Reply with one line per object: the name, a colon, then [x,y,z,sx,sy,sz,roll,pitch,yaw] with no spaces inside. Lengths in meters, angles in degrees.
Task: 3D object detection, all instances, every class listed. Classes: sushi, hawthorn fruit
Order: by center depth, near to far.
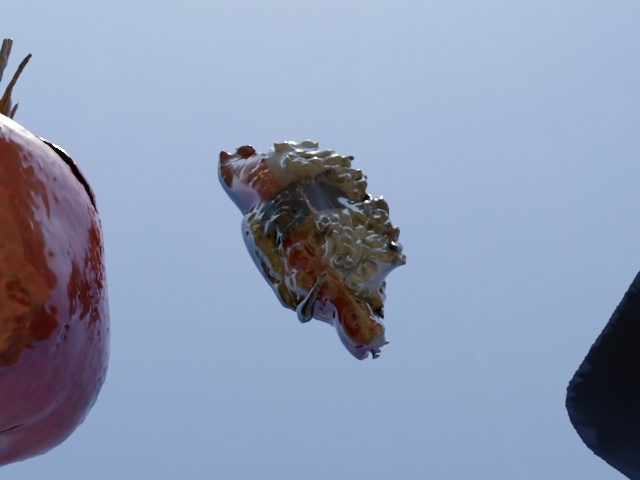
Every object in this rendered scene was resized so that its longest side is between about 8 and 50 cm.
hawthorn fruit: [-0.223,0.007,0.735,0.211,0.211,0.299,-2,-118,13]
sushi: [0.003,-0.002,0.927,0.103,0.097,0.226,-45,-129,19]

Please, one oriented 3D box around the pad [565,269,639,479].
pad: [0.332,0.153,0.727,0.375,0.315,0.063,37,-133,17]
